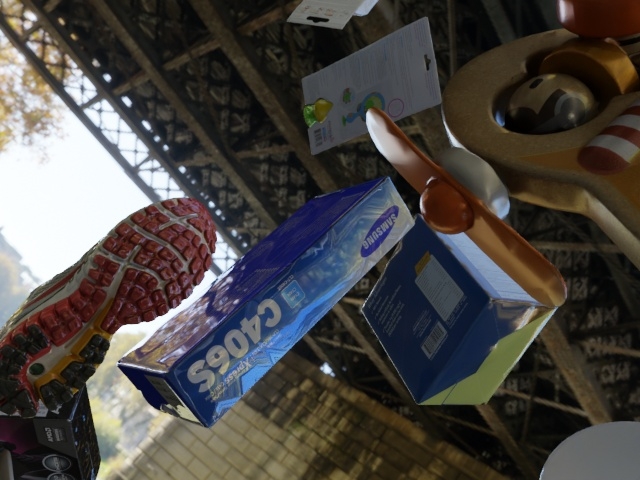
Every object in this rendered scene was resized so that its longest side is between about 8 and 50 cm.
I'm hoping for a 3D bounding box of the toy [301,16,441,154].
[{"bbox_3d":[0.080,-0.227,0.947,0.237,0.136,0.056,-15,-15,34],"label":"toy"}]

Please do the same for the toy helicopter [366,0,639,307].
[{"bbox_3d":[0.170,-0.035,0.374,0.355,0.235,0.140,-104,174,-49],"label":"toy helicopter"}]

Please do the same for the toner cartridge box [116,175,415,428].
[{"bbox_3d":[-0.057,0.058,0.716,0.165,0.348,0.075,-8,-61,56],"label":"toner cartridge box"}]

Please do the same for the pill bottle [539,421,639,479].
[{"bbox_3d":[0.180,0.208,0.338,0.124,0.124,0.221,14,-47,45],"label":"pill bottle"}]

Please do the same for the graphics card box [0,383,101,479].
[{"bbox_3d":[-0.553,0.314,0.964,0.371,0.094,0.232,3,-55,-6],"label":"graphics card box"}]

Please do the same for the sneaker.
[{"bbox_3d":[-0.187,0.038,0.517,0.093,0.225,0.088,20,-34,55],"label":"sneaker"}]

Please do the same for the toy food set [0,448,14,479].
[{"bbox_3d":[-0.345,0.444,0.897,0.306,0.092,0.220,54,-13,-33],"label":"toy food set"}]

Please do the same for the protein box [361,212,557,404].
[{"bbox_3d":[0.194,0.102,0.913,0.199,0.136,0.201,-64,-146,26],"label":"protein box"}]

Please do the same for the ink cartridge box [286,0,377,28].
[{"bbox_3d":[0.030,-0.516,1.370,0.146,0.179,0.045,17,-31,24],"label":"ink cartridge box"}]
